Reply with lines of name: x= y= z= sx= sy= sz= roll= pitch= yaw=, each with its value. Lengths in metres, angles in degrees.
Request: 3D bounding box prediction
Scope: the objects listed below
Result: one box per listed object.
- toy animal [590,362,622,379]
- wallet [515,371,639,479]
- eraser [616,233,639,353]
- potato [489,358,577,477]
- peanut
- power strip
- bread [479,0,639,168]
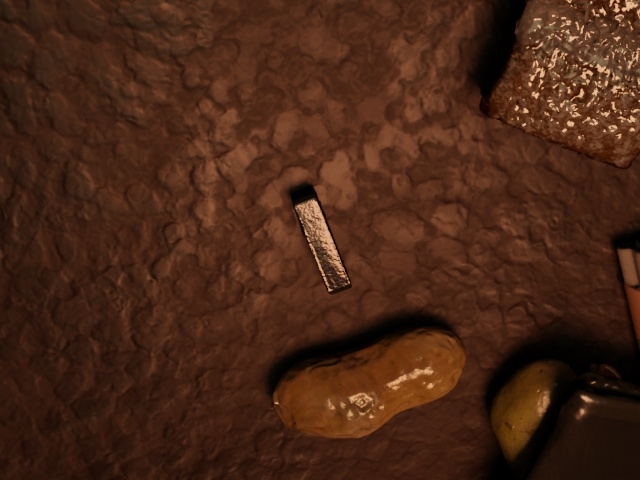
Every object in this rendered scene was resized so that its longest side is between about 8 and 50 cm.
toy animal: x=0.323 y=0.211 z=1.218 sx=0.083 sy=0.070 sz=0.159 roll=-13 pitch=107 yaw=39
wallet: x=0.283 y=0.253 z=1.155 sx=0.168 sy=0.052 sz=0.245 roll=14 pitch=115 yaw=-19
eraser: x=0.436 y=0.116 z=1.190 sx=0.171 sy=0.087 sz=0.290 roll=-19 pitch=109 yaw=-2
potato: x=0.246 y=0.212 z=1.198 sx=0.105 sy=0.085 sz=0.188 roll=-15 pitch=114 yaw=18
peanut: x=0.053 y=0.150 z=1.160 sx=0.214 sy=0.099 sz=0.099 roll=-21 pitch=108 yaw=-5
power strip: x=0.000 y=0.000 z=1.129 sx=0.029 sy=0.038 sz=0.111 roll=-21 pitch=107 yaw=1
bread: x=0.287 y=-0.277 z=0.999 sx=0.165 sy=0.113 sz=0.416 roll=18 pitch=116 yaw=0
